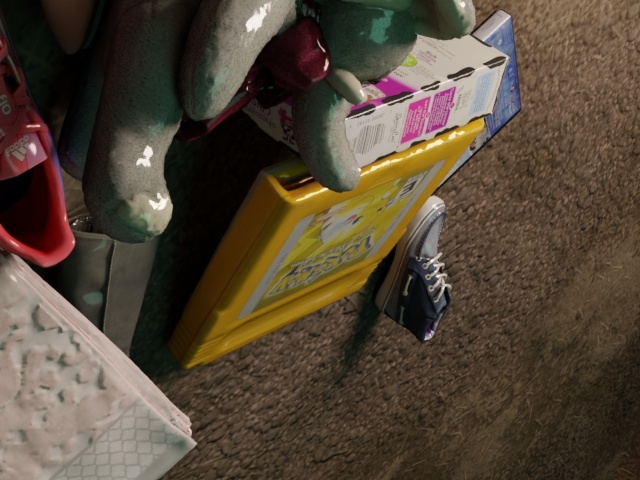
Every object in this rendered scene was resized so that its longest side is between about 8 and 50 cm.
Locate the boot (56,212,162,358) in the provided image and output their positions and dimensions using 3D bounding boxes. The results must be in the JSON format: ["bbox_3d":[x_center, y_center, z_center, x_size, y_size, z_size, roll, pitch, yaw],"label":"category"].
[{"bbox_3d":[-0.235,0.079,1.127,0.189,0.076,0.209,-19,138,-43],"label":"boot"}]

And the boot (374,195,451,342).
[{"bbox_3d":[0.137,0.037,1.541,0.069,0.086,0.190,-29,148,-42],"label":"boot"}]

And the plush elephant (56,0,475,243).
[{"bbox_3d":[-0.040,-0.149,0.953,0.255,0.272,0.330,14,92,-19],"label":"plush elephant"}]

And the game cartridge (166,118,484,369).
[{"bbox_3d":[0.000,0.000,1.282,0.285,0.053,0.324,-24,157,-38],"label":"game cartridge"}]

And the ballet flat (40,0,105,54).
[{"bbox_3d":[-0.176,-0.256,0.877,0.086,0.086,0.248,-6,125,-50],"label":"ballet flat"}]

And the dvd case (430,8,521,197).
[{"bbox_3d":[0.144,-0.135,1.457,0.253,0.022,0.180,-43,149,-15],"label":"dvd case"}]

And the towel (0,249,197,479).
[{"bbox_3d":[-0.307,0.203,1.074,0.332,0.053,0.317,-42,133,-4],"label":"towel"}]

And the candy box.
[{"bbox_3d":[0.043,-0.155,1.172,0.233,0.159,0.071,-24,140,-37],"label":"candy box"}]

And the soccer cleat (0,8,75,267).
[{"bbox_3d":[-0.247,-0.109,0.877,0.108,0.116,0.318,-37,146,-24],"label":"soccer cleat"}]
